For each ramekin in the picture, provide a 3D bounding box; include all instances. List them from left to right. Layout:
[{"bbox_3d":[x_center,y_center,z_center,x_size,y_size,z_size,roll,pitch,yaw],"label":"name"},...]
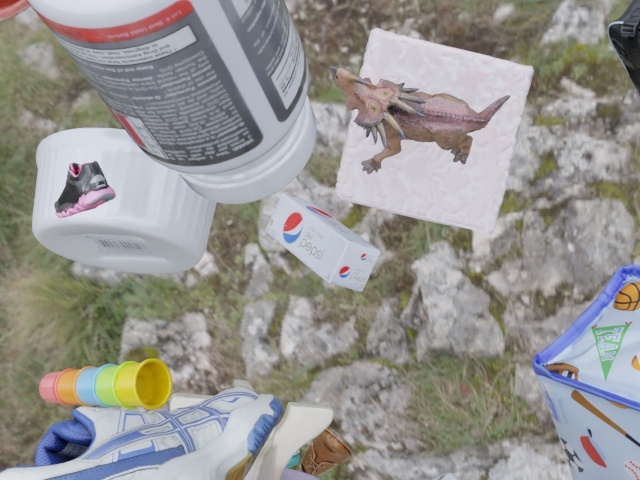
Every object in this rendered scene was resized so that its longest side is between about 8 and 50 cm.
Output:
[{"bbox_3d":[-0.287,-0.047,1.460,0.277,0.277,0.135,2,72,15],"label":"ramekin"}]

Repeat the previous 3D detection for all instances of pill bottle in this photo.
[{"bbox_3d":[-0.131,-0.195,0.999,0.210,0.363,0.210,-7,61,12],"label":"pill bottle"}]

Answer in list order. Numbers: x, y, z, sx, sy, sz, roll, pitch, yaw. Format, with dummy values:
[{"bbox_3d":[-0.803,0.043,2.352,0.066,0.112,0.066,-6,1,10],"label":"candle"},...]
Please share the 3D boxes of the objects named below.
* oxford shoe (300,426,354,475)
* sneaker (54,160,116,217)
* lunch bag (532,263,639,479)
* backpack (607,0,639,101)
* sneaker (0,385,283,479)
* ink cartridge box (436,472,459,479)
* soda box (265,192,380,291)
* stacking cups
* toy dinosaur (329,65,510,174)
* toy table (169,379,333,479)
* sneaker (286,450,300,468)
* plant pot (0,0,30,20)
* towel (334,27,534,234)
[{"bbox_3d":[0.008,0.390,1.795,0.076,0.212,0.076,42,66,10],"label":"oxford shoe"},{"bbox_3d":[-0.278,-0.061,1.148,0.047,0.119,0.057,-24,94,-39],"label":"sneaker"},{"bbox_3d":[0.474,0.233,1.076,0.239,0.327,0.385,-43,35,-23],"label":"lunch bag"},{"bbox_3d":[0.561,-0.258,1.440,0.191,0.253,0.225,-46,38,-18],"label":"backpack"},{"bbox_3d":[-0.116,0.146,0.675,0.131,0.296,0.111,28,99,6],"label":"sneaker"},{"bbox_3d":[0.165,0.254,0.596,0.045,0.224,0.223,-43,97,-8],"label":"ink cartridge box"},{"bbox_3d":[0.000,0.000,1.565,0.216,0.069,0.073,37,106,51],"label":"soda box"},{"bbox_3d":[-0.428,0.288,1.920,0.316,0.096,0.096,-11,58,37],"label":"stacking cups"},{"bbox_3d":[0.161,-0.191,1.532,0.296,0.200,0.127,-2,79,-3],"label":"toy dinosaur"},{"bbox_3d":[-0.118,0.325,1.541,0.274,0.252,0.160,5,96,-25],"label":"toy table"},{"bbox_3d":[-0.154,0.442,1.799,0.275,0.107,0.110,-26,86,9],"label":"sneaker"},{"bbox_3d":[-0.339,-0.413,1.062,0.273,0.272,0.265,5,38,17],"label":"plant pot"},{"bbox_3d":[0.210,-0.203,1.867,0.317,0.053,0.331,14,105,7],"label":"towel"}]
